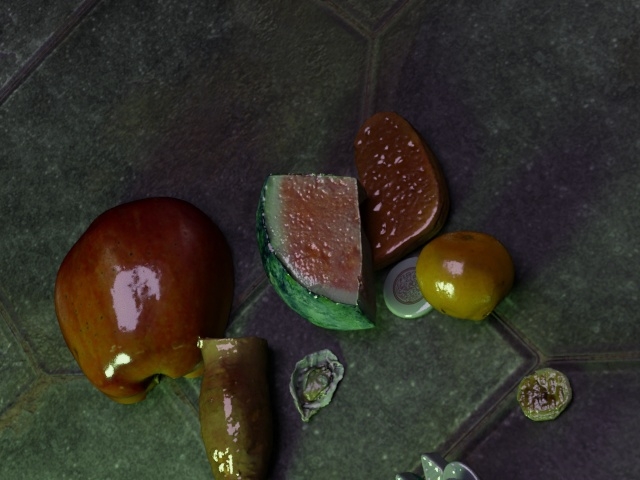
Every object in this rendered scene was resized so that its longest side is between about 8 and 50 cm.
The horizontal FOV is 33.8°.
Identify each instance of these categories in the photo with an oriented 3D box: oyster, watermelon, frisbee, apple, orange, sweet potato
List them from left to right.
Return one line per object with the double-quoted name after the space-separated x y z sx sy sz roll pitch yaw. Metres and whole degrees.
-0.329 0.109 1.941 0.329 0.295 0.365 -56 40 45 "apple"
-0.136 0.310 1.726 0.131 0.131 0.336 -17 60 22 "sweet potato"
-0.005 0.237 1.753 0.100 0.037 0.098 -26 74 -8 "oyster"
0.000 0.000 1.737 0.226 0.148 0.318 -40 56 1 "watermelon"
0.154 0.077 1.744 0.110 0.014 0.110 -13 62 25 "frisbee"
0.225 0.055 1.636 0.155 0.155 0.134 5 104 31 "orange"

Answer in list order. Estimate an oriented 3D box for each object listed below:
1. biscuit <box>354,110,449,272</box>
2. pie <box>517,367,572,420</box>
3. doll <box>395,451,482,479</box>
0.084 -0.071 1.830 0.277 0.052 0.262 -35 56 13 "biscuit"
0.334 0.229 1.566 0.084 0.020 0.084 -13 62 25 "pie"
0.197 0.412 1.474 0.258 0.153 0.195 28 96 31 "doll"
